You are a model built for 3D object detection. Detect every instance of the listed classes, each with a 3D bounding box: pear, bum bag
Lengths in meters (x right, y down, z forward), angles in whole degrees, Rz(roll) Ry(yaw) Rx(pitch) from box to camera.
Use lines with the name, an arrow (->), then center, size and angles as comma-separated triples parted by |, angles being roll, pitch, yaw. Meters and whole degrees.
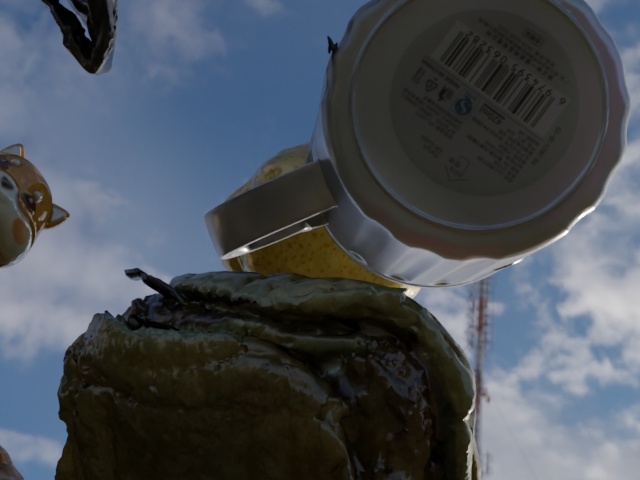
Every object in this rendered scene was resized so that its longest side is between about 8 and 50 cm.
pear -> 0.000, 0.000, 0.767 | 0.178, 0.178, 0.178 | 6, -45, 6
bum bag -> -0.179, -0.241, 0.668 | 0.069, 0.102, 0.248 | -2, -61, -4

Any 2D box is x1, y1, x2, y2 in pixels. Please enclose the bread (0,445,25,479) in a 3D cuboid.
bread -> -0.315, 0.203, 0.509 | 0.279, 0.279, 0.207 | 10, -67, -53

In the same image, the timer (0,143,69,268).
timer -> -0.175, 0.005, 0.379 | 0.132, 0.152, 0.132 | 26, -46, 31

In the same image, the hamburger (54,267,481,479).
hamburger -> -0.020, 0.099, 0.428 | 0.206, 0.130, 0.183 | 5, -76, 31

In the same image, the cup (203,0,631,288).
cup -> 0.058, -0.037, 0.529 | 0.167, 0.202, 0.221 | 40, -93, 3
